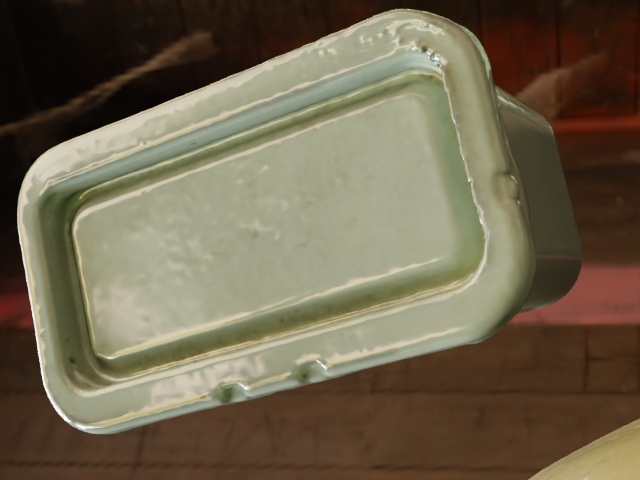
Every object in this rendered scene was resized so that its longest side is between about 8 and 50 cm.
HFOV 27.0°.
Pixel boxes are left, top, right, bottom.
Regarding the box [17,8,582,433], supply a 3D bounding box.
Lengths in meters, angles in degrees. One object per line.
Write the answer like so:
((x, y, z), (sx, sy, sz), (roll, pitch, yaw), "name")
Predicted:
((0.000, 0.000, 0.799), (0.312, 0.175, 0.182), (-17, 169, 28), "box")

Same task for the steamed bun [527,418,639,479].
((0.169, 0.148, 0.583), (0.239, 0.170, 0.152), (-27, -166, 25), "steamed bun")
